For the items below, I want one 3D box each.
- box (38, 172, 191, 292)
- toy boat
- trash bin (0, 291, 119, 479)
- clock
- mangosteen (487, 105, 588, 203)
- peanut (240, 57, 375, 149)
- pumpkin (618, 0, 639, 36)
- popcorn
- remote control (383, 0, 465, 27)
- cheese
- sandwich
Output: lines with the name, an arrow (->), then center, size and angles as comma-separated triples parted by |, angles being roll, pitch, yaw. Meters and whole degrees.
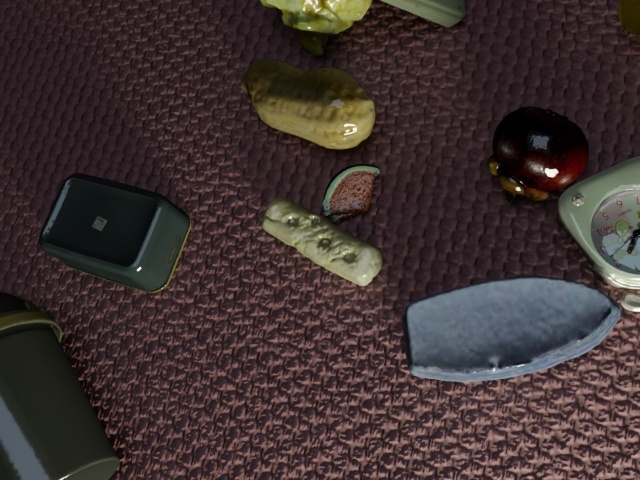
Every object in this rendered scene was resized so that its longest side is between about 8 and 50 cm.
box -> -0.316, -0.016, 1.179 | 0.201, 0.090, 0.144 | 16, 76, 19
toy boat -> 0.244, 0.110, 0.998 | 0.283, 0.078, 0.127 | -11, 66, 12
trash bin -> -0.438, 0.215, 1.067 | 0.214, 0.214, 0.334 | -36, 71, 1
clock -> 0.410, -0.005, 1.001 | 0.151, 0.062, 0.191 | -24, 68, 5
mangosteen -> 0.289, -0.111, 1.045 | 0.140, 0.140, 0.140 | -4, 71, 13
peanut -> -0.020, -0.214, 1.163 | 0.236, 0.110, 0.120 | 27, 102, 28
pumpkin -> 0.533, -0.349, 1.052 | 0.110, 0.217, 0.217 | 28, 78, -18
popcorn -> -0.008, -0.398, 1.195 | 0.187, 0.167, 0.185 | -35, 90, 37
remote control -> 0.094, -0.407, 1.130 | 0.038, 0.285, 0.123 | -25, 62, 55
cheese -> 0.000, 0.000, 1.118 | 0.194, 0.043, 0.065 | 29, 86, 19
sandwich -> 0.043, -0.069, 1.139 | 0.069, 0.026, 0.101 | 17, 80, 15
